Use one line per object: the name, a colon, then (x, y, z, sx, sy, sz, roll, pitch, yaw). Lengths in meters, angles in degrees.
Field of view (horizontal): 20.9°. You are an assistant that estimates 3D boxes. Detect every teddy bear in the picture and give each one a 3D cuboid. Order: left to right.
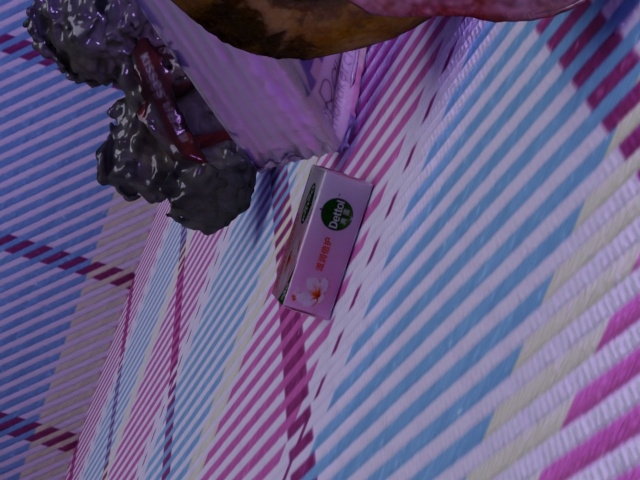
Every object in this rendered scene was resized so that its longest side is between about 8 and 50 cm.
teddy bear: (-0.204, -0.225, 2.142, 0.224, 0.368, 0.357, -28, -39, -85)

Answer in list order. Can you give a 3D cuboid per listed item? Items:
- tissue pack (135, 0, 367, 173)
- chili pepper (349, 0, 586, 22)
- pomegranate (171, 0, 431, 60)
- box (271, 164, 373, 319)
tissue pack: (-0.074, -0.259, 1.611, 0.343, 0.125, 0.242, 56, -149, -40)
chili pepper: (0.091, -0.289, 0.957, 0.305, 0.229, 0.251, -84, -2, -49)
pomegranate: (-0.009, -0.287, 1.299, 0.322, 0.322, 0.322, -162, 90, -81)
box: (0.000, 0.000, 1.494, 0.089, 0.043, 0.125, -155, 82, -80)
